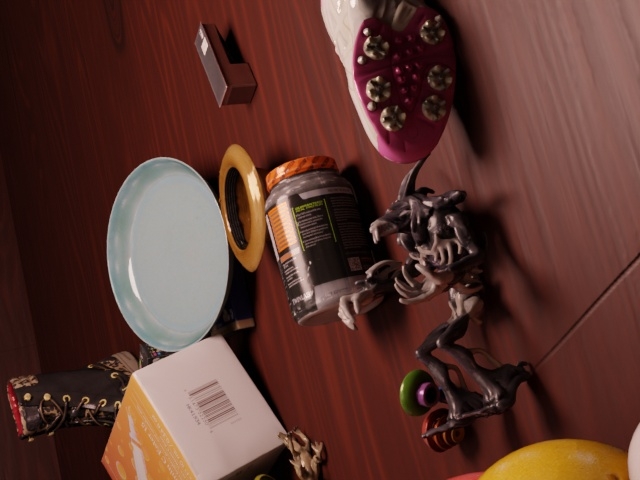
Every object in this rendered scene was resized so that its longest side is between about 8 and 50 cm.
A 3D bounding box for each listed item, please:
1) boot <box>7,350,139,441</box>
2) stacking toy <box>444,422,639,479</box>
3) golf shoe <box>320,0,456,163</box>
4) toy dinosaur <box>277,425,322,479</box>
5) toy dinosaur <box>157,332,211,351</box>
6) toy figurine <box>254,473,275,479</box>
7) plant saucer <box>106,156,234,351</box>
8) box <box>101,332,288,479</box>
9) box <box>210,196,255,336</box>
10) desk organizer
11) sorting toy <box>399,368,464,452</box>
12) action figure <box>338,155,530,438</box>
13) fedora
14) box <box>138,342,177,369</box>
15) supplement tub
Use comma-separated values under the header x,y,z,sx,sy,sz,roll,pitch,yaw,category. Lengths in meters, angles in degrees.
x,y,z,sx,sy,sz,roll,pitch,yaw,category
-0.484,0.357,2.165,0.377,0.284,0.138,38,131,56,boot
0.187,0.274,0.833,0.480,0.350,0.350,-56,46,33,stacking toy
0.064,-0.216,1.104,0.140,0.115,0.306,126,138,-69,golf shoe
-0.017,0.333,1.496,0.092,0.053,0.183,85,166,-44,toy dinosaur
-0.243,0.142,1.804,0.160,0.121,0.313,123,136,-62,toy dinosaur
-0.097,0.537,1.426,0.217,0.191,0.362,-41,65,29,toy figurine
-0.243,0.022,1.701,0.317,0.044,0.317,3,95,42,plant saucer
-0.216,0.345,1.702,0.215,0.168,0.345,54,145,19,box
-0.167,0.044,1.714,0.136,0.036,0.225,-28,71,63,box
-0.143,-0.265,1.553,0.130,0.050,0.047,67,151,27,desk organizer
0.131,0.183,1.122,0.042,0.061,0.102,0,125,50,sorting toy
0.106,0.052,1.044,0.164,0.141,0.275,-44,62,61,action figure
-0.085,-0.050,1.468,0.194,0.079,0.194,169,90,-70,fedora
-0.301,0.229,1.986,0.052,0.083,0.062,48,139,49,box
0.000,0.000,1.267,0.117,0.117,0.190,-42,60,60,supplement tub
